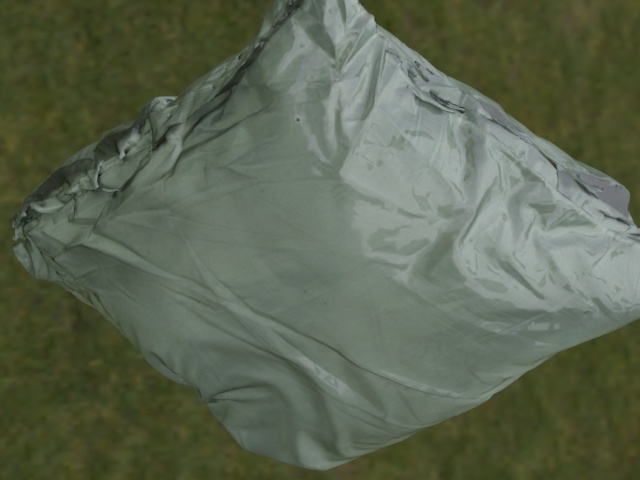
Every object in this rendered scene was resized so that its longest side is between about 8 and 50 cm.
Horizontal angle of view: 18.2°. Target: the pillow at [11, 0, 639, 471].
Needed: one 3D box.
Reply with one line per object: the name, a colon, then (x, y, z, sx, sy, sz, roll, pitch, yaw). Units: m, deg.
pillow: (0.000, 0.000, 1.126, 0.283, 0.310, 0.138, 38, 41, -26)
